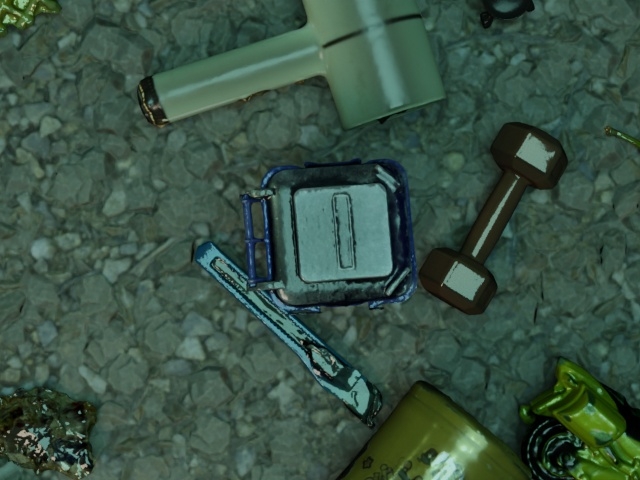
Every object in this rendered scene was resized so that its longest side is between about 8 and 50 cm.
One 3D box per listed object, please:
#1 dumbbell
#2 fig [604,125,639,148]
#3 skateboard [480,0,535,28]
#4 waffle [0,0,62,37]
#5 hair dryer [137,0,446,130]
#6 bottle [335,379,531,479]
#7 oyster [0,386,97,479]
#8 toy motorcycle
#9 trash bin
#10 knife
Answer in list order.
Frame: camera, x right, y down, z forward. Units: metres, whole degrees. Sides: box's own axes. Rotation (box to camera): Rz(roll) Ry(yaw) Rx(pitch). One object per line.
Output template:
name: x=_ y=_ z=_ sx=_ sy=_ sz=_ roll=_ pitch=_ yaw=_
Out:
dumbbell: x=0.203 y=-0.027 z=1.898 sx=0.082 sy=0.092 sz=0.231 roll=28 pitch=86 yaw=23
fig: x=0.416 y=-0.085 z=1.919 sx=0.093 sy=0.093 sz=0.166 roll=-35 pitch=91 yaw=-6
skateboard: x=0.200 y=-0.330 z=1.906 sx=0.067 sy=0.080 sz=0.151 roll=-21 pitch=89 yaw=0
waffle: x=-0.389 y=-0.315 z=1.868 sx=0.183 sy=0.036 sz=0.169 roll=-11 pitch=92 yaw=-4
hair dryer: x=-0.055 y=-0.200 z=1.868 sx=0.362 sy=0.128 sz=0.203 roll=-18 pitch=92 yaw=2
bottle: x=0.064 y=0.339 z=1.830 sx=0.171 sy=0.171 sz=0.351 roll=42 pitch=85 yaw=-3
oyster: x=-0.329 y=0.217 z=1.852 sx=0.148 sy=0.051 sz=0.103 roll=4 pitch=81 yaw=4
toy motorcycle: x=0.405 y=0.246 z=1.883 sx=0.342 sy=0.142 sz=0.206 roll=27 pitch=85 yaw=-6
trash bin: x=0.000 y=0.000 z=1.800 sx=0.184 sy=0.234 sz=0.162 roll=-4 pitch=88 yaw=-6
knife: x=-0.036 y=0.109 z=1.898 sx=0.296 sy=0.026 sz=0.044 roll=42 pitch=97 yaw=-4
